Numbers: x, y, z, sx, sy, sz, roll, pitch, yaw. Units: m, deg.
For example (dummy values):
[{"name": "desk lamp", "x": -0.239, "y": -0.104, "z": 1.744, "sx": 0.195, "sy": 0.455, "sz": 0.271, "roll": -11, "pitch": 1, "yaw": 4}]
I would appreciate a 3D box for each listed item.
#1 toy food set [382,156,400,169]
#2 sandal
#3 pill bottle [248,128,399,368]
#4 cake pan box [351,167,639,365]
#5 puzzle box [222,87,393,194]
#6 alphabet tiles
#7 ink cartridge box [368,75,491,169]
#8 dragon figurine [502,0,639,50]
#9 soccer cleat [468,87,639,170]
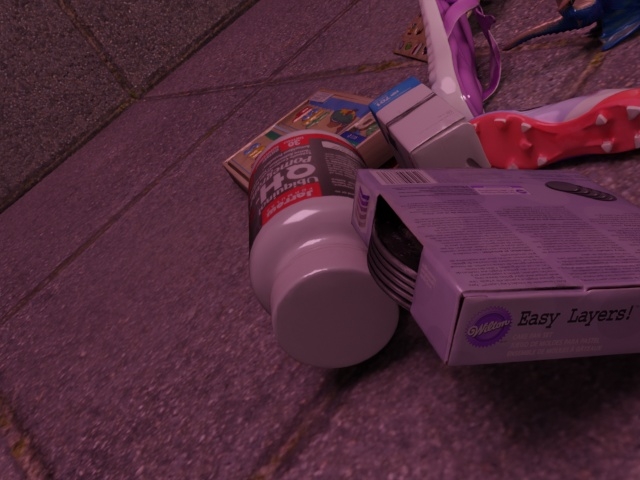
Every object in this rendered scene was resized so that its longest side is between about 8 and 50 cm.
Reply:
[{"name": "toy food set", "x": 0.087, "y": -0.122, "z": 0.990, "sx": 0.078, "sy": 0.019, "sz": 0.122, "roll": -46, "pitch": 31, "yaw": -19}, {"name": "sandal", "x": 0.238, "y": -0.305, "z": 0.969, "sx": 0.102, "sy": 0.169, "sz": 0.417, "roll": -21, "pitch": 45, "yaw": 27}, {"name": "pill bottle", "x": 0.000, "y": 0.000, "z": 0.744, "sx": 0.176, "sy": 0.176, "sz": 0.319, "roll": -29, "pitch": 30, "yaw": 10}, {"name": "cake pan box", "x": 0.176, "y": 0.005, "z": 0.535, "sx": 0.266, "sy": 0.070, "sz": 0.246, "roll": -2, "pitch": 25, "yaw": -16}, {"name": "puzzle box", "x": -0.022, "y": -0.164, "z": 1.103, "sx": 0.272, "sy": 0.052, "sz": 0.409, "roll": -39, "pitch": 26, "yaw": -6}, {"name": "alphabet tiles", "x": 0.257, "y": -0.476, "z": 1.254, "sx": 0.237, "sy": 0.009, "sz": 0.198, "roll": -55, "pitch": 28, "yaw": 9}, {"name": "ink cartridge box", "x": 0.147, "y": -0.116, "z": 0.799, "sx": 0.082, "sy": 0.140, "sz": 0.191, "roll": -30, "pitch": 30, "yaw": 6}, {"name": "dragon figurine", "x": 0.422, "y": -0.342, "z": 0.904, "sx": 0.289, "sy": 0.144, "sz": 0.085, "roll": -42, "pitch": 26, "yaw": 28}, {"name": "soccer cleat", "x": 0.296, "y": -0.140, "z": 0.761, "sx": 0.248, "sy": 0.083, "sz": 0.095, "roll": -2, "pitch": 26, "yaw": 44}]
